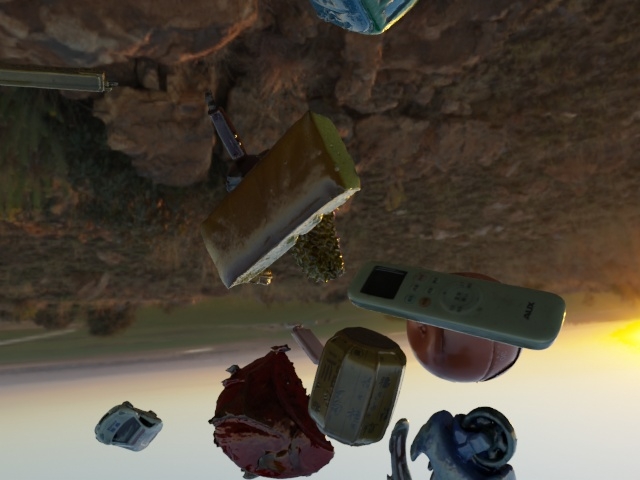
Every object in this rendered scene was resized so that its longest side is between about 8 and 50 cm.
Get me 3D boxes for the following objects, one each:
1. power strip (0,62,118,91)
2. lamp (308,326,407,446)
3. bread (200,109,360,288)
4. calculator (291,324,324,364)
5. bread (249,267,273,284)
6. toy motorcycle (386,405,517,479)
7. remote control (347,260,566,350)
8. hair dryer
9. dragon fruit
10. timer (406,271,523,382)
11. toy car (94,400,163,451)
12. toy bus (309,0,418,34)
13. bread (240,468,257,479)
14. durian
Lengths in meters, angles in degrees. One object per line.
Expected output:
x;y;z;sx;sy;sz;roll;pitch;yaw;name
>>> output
-0.616;-0.368;1.269;0.305;0.044;0.064;-1;-150;-19;power strip
0.067;0.258;1.015;0.161;0.185;0.161;12;-172;-2;lamp
-0.078;-0.056;0.959;0.077;0.138;0.361;-11;160;-45;bread
-0.029;0.352;1.894;0.032;0.175;0.100;-49;153;16;calculator
-0.174;0.087;1.421;0.110;0.044;0.083;6;-179;-29;bread
0.225;0.438;0.978;0.241;0.319;0.182;-5;-178;16;toy motorcycle
0.184;0.088;0.816;0.309;0.090;0.038;11;142;31;remote control
-0.253;-0.316;1.753;0.123;0.340;0.312;-16;-156;22;hair dryer
-0.144;0.448;1.423;0.282;0.343;0.100;-29;151;-5;dragon fruit
0.300;0.180;1.178;0.214;0.230;0.229;1;166;-18;timer
-0.417;0.414;1.243;0.056;0.095;0.205;34;165;23;toy car
0.030;-0.458;0.797;0.183;0.199;0.343;35;179;30;toy bus
-0.185;0.568;1.501;0.082;0.113;0.060;-41;141;25;bread
-0.010;-0.004;1.720;0.186;0.260;0.154;-26;146;5;durian
